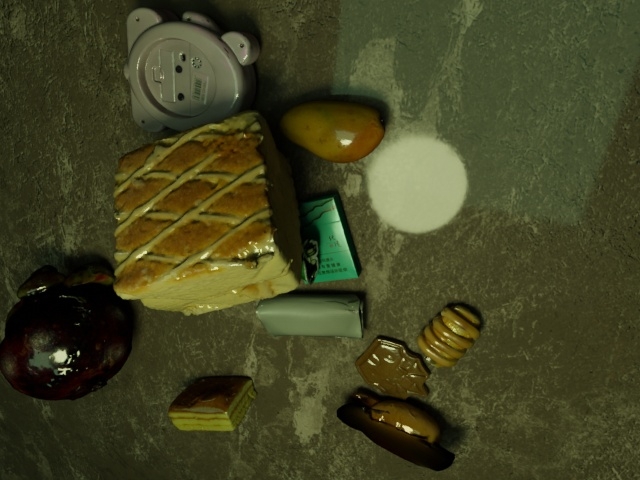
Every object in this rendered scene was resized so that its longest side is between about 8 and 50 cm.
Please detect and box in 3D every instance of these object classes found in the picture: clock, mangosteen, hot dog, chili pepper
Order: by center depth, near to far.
[{"bbox_3d":[-0.306,-0.390,1.137,0.323,0.113,0.295,13,117,13],"label":"clock"},{"bbox_3d":[-0.132,0.015,1.236,0.271,0.099,0.136,18,152,27],"label":"chili pepper"},{"bbox_3d":[0.223,0.511,1.342,0.326,0.107,0.194,30,137,10],"label":"hot dog"},{"bbox_3d":[-0.782,0.286,1.493,0.381,0.421,0.381,-3,148,-2],"label":"mangosteen"}]

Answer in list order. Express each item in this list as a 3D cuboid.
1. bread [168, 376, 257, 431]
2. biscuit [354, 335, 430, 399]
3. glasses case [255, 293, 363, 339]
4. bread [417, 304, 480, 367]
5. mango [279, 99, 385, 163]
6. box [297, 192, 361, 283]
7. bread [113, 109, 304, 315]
[{"bbox_3d":[-0.346,0.518,1.515,0.234,0.184,0.110,-11,105,23],"label":"bread"},{"bbox_3d":[0.214,0.373,1.329,0.215,0.034,0.182,35,120,3],"label":"biscuit"},{"bbox_3d":[-0.019,0.210,1.316,0.308,0.083,0.128,-2,118,21],"label":"glasses case"},{"bbox_3d":[0.327,0.245,1.205,0.119,0.084,0.177,34,116,3],"label":"bread"},{"bbox_3d":[0.022,-0.248,1.077,0.254,0.113,0.138,10,115,18],"label":"mango"},{"bbox_3d":[0.000,0.000,1.235,0.161,0.042,0.226,-9,110,25],"label":"box"},{"bbox_3d":[-0.242,-0.042,1.074,0.390,0.279,0.370,-18,68,16],"label":"bread"}]
